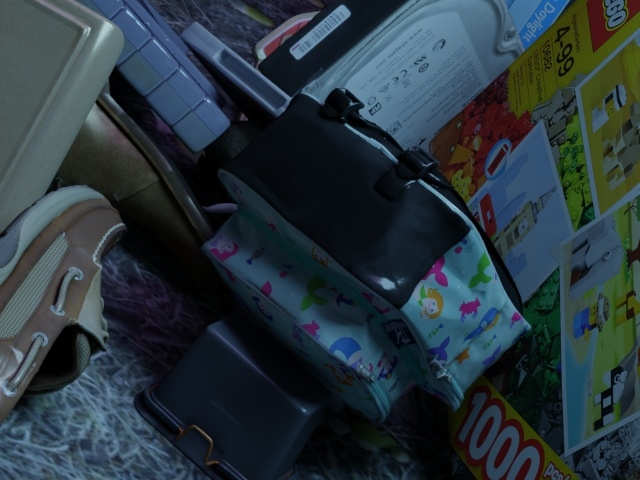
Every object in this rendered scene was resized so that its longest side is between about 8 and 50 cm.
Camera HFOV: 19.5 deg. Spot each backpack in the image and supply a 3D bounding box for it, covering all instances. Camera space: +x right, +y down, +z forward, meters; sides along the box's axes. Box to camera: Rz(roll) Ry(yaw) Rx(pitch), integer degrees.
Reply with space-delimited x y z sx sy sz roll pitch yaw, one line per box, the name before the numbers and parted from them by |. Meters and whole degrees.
backpack | 0.045 0.029 1.491 0.225 0.191 0.253 39 -2 36

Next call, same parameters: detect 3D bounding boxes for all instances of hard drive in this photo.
hard drive | 0.091 -0.159 1.857 0.064 0.237 0.339 49 -2 26

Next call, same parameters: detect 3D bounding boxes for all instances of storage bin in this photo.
storage bin | -0.064 0.126 1.442 0.135 0.091 0.098 40 24 12

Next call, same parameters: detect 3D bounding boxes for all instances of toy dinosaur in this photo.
toy dinosaur | -0.049 -0.049 1.695 0.313 0.121 0.160 -116 -176 -58

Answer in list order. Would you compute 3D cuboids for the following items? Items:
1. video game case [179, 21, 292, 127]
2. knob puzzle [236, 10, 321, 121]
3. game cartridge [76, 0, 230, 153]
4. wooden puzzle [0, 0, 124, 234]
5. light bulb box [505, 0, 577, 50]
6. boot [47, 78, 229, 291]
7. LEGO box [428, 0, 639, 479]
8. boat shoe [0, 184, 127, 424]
video game case | -0.013 -0.085 1.731 0.204 0.025 0.285 50 -4 -38
knob puzzle | 0.013 -0.172 2.039 0.213 0.030 0.213 7 74 -27
game cartridge | -0.199 -0.223 1.779 0.230 0.068 0.355 53 1 -22
wooden puzzle | -0.307 -0.130 1.492 0.239 0.221 0.044 30 -11 -16
light bulb box | 0.227 -0.227 2.171 0.361 0.358 0.225 34 25 1
boot | -0.192 -0.060 1.643 0.305 0.115 0.112 51 -7 -3
LEGO box | 0.285 0.029 1.573 0.193 0.372 0.500 23 44 -26
boat shoe | -0.216 0.061 1.349 0.116 0.123 0.324 42 30 -1
